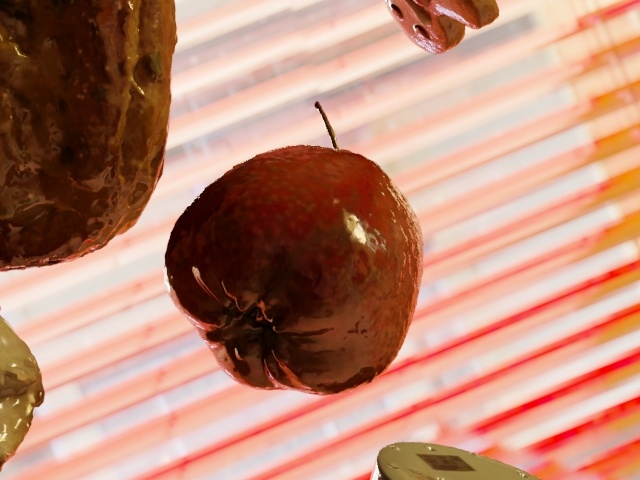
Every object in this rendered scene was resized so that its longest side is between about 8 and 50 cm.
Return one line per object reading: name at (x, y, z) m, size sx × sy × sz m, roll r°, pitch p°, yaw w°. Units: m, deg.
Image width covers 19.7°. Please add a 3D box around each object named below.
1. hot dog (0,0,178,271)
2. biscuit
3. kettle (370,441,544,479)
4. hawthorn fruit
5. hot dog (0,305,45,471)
hot dog at (-0.235, -0.172, 1.321) m, size 0.266 × 0.388 × 0.174 m, roll -6°, pitch 174°, yaw -2°
biscuit at (0.080, -0.236, 1.527) m, size 0.036 × 0.165 × 0.250 m, roll -39°, pitch 157°, yaw -17°
kettle at (0.097, 0.279, 1.253) m, size 0.210 × 0.243 × 0.160 m, roll 6°, pitch -163°, yaw -42°
hawthorn fruit at (0.000, 0.000, 1.179) m, size 0.162 × 0.163 × 0.203 m, roll -21°, pitch -158°, yaw 44°
hot dog at (-0.394, 0.179, 1.114) m, size 0.367 × 0.196 × 0.365 m, roll -7°, pitch 152°, yaw -47°
